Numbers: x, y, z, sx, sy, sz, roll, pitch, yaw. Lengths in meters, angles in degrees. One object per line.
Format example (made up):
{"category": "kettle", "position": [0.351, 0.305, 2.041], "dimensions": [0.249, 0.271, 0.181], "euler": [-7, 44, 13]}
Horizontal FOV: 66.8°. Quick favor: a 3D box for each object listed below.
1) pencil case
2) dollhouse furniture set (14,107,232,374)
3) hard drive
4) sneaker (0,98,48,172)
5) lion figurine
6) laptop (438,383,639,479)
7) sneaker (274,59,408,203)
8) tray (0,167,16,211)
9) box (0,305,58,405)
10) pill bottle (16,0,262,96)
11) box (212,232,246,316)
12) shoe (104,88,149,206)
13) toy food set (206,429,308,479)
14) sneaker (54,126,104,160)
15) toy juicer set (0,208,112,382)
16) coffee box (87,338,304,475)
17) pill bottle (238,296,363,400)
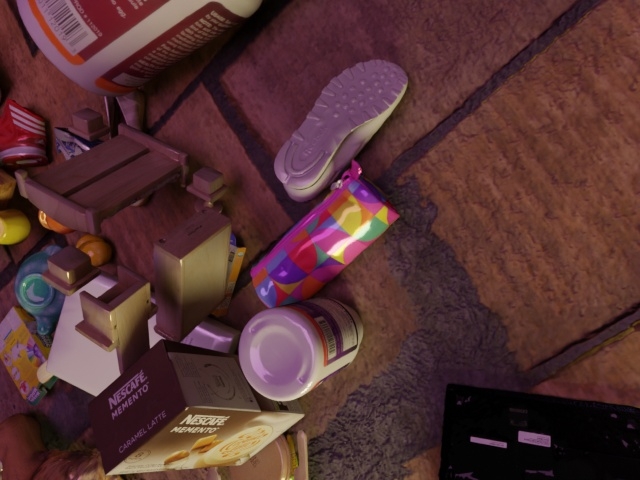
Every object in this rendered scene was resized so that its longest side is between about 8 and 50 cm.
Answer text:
{"category": "pencil case", "position": [0.000, 0.000, 0.684], "dimensions": [0.236, 0.104, 0.104], "euler": [-46, 73, 16]}
{"category": "dollhouse furniture set", "position": [-0.319, -0.009, 0.710], "dimensions": [0.355, 0.303, 0.174], "euler": [27, 131, 15]}
{"category": "hard drive", "position": [-0.304, 0.188, 0.819], "dimensions": [0.307, 0.040, 0.203], "euler": [21, 98, 12]}
{"category": "sneaker", "position": [-0.644, -0.212, 0.988], "dimensions": [0.221, 0.087, 0.128], "euler": [0, 81, 12]}
{"category": "lion figurine", "position": [-0.537, 0.425, 0.898], "dimensions": [0.392, 0.142, 0.240], "euler": [24, 92, 26]}
{"category": "laptop", "position": [0.274, 0.339, 0.610], "dimensions": [0.234, 0.136, 0.264], "euler": [1, 64, 23]}
{"category": "sneaker", "position": [0.032, -0.153, 0.684], "dimensions": [0.235, 0.095, 0.090], "euler": [-45, 67, -3]}
{"category": "tray", "position": [-0.789, -0.152, 0.929], "dimensions": [0.411, 0.076, 0.203], "euler": [36, 120, 0]}
{"category": "box", "position": [-0.577, 0.228, 0.966], "dimensions": [0.105, 0.043, 0.179], "euler": [-46, 71, 16]}
{"category": "pill bottle", "position": [-0.225, -0.398, 0.717], "dimensions": [0.392, 0.224, 0.224], "euler": [-21, 81, 22]}
{"category": "box", "position": [-0.175, 0.047, 0.800], "dimensions": [0.081, 0.028, 0.136], "euler": [21, 95, 22]}
{"category": "shoe", "position": [-0.345, -0.167, 0.857], "dimensions": [0.076, 0.058, 0.219], "euler": [-7, 87, 23]}
{"category": "toy food set", "position": [-0.093, 0.344, 0.762], "dimensions": [0.192, 0.038, 0.132], "euler": [-5, 81, 29]}
{"category": "sneaker", "position": [-0.451, -0.169, 0.915], "dimensions": [0.135, 0.052, 0.058], "euler": [26, 110, 29]}
{"category": "toy juicer set", "position": [-0.474, 0.076, 0.911], "dimensions": [0.209, 0.089, 0.329], "euler": [-19, 95, 2]}
{"category": "coffee box", "position": [-0.154, 0.228, 0.654], "dimensions": [0.141, 0.246, 0.098], "euler": [-41, 55, 10]}
{"category": "pill bottle", "position": [-0.012, 0.131, 0.637], "dimensions": [0.108, 0.193, 0.108], "euler": [0, 89, 24]}
